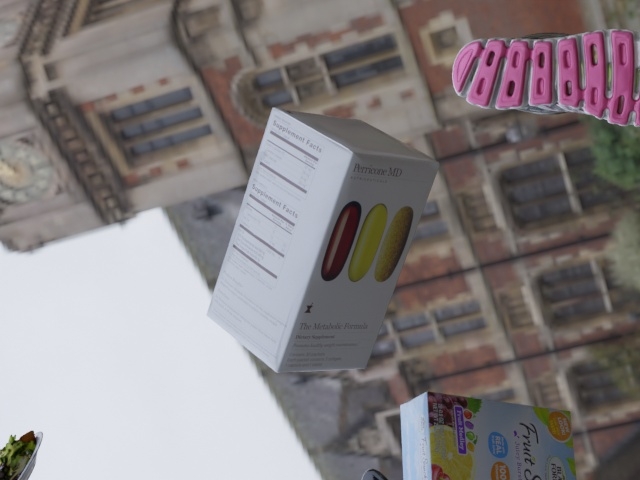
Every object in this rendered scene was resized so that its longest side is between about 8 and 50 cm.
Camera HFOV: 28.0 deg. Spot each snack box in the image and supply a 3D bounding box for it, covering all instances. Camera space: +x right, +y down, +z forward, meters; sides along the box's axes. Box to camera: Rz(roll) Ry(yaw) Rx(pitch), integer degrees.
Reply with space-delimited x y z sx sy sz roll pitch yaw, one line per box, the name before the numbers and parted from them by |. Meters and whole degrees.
snack box | 0.199 0.277 1.495 0.207 0.070 0.175 11 -116 -27

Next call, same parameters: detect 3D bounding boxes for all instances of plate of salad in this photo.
plate of salad | -0.416 0.315 1.598 0.048 0.200 0.200 40 -154 -14

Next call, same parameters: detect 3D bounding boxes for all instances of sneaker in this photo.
sneaker | 0.180 -0.114 0.874 0.075 0.170 0.063 -23 -65 -63

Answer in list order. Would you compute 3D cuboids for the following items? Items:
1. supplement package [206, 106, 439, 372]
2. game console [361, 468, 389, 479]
supplement package | 0.000 0.000 1.356 0.139 0.134 0.244 2 -67 -44
game console | 0.034 0.222 0.772 0.107 0.071 0.122 -59 -15 -57
